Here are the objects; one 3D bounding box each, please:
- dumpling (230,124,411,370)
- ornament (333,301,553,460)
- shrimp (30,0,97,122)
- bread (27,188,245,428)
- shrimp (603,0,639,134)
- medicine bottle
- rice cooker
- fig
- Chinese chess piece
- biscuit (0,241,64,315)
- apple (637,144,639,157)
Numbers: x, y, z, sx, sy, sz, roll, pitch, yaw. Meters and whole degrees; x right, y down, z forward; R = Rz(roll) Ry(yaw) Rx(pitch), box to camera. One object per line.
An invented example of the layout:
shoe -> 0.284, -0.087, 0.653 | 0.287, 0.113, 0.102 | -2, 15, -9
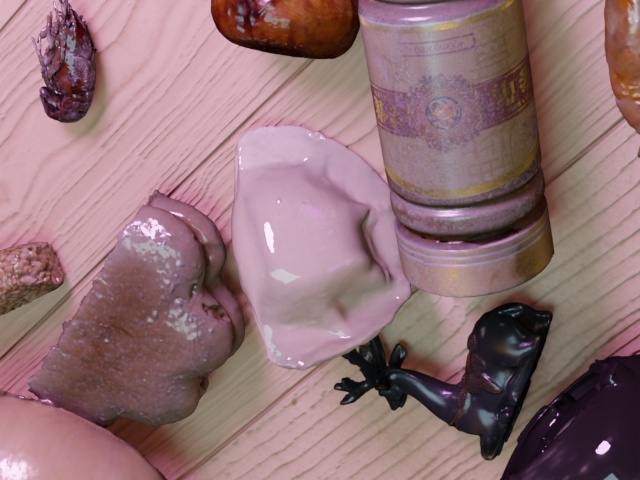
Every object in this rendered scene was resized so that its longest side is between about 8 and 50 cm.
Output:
dumpling -> 0.000, 0.000, 1.848 | 0.179, 0.131, 0.252 | -13, 79, -5
ornament -> 0.105, 0.114, 1.898 | 0.236, 0.080, 0.202 | 22, 128, 9
shrimp -> -0.266, -0.196, 1.883 | 0.065, 0.056, 0.165 | 10, 119, 24
bread -> -0.191, 0.103, 1.997 | 0.183, 0.102, 0.337 | 36, 128, 1
shrimp -> 0.322, -0.190, 1.652 | 0.133, 0.053, 0.236 | -1, 121, 25
medicine bottle -> 0.127, -0.122, 1.709 | 0.151, 0.151, 0.323 | 0, 118, 22
rice cooker -> 0.313, 0.245, 1.793 | 0.224, 0.267, 0.267 | 43, 125, -2
fig -> -0.029, -0.273, 1.720 | 0.146, 0.134, 0.201 | 3, 100, -11
Chinese chess piece -> -0.332, 0.317, 2.104 | 0.338, 0.141, 0.338 | 15, 144, 11
biscuit -> -0.372, 0.049, 2.056 | 0.168, 0.082, 0.070 | -19, 84, 30
apple -> 0.415, -0.046, 1.559 | 0.254, 0.292, 0.292 | 12, 127, -18
